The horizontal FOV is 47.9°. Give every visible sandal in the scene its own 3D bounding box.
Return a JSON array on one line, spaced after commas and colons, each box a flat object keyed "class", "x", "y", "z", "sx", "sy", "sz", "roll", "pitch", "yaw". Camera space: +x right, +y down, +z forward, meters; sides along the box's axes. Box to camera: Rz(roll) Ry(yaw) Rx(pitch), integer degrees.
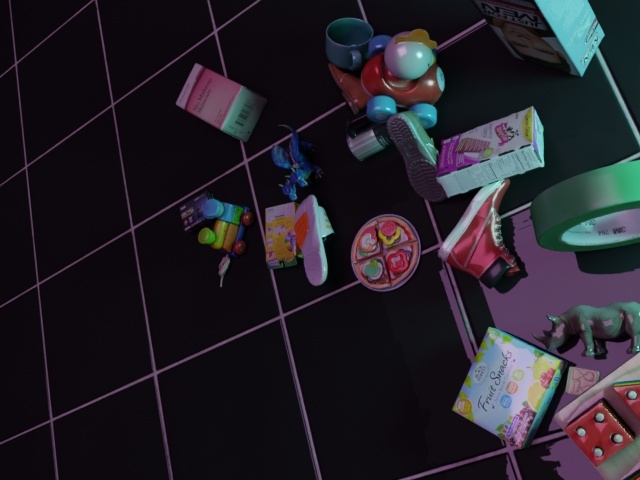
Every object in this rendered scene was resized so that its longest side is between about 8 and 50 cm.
[{"class": "sandal", "x": -0.006, "y": 0.006, "z": 1.924, "sx": 0.102, "sy": 0.076, "sz": 0.265, "roll": -38, "pitch": 52, "yaw": 42}]

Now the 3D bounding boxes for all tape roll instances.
[{"class": "tape roll", "x": 0.576, "y": -0.060, "z": 1.397, "sx": 0.321, "sy": 0.321, "sz": 0.077, "roll": -18, "pitch": 70, "yaw": 30}]

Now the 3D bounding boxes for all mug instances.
[{"class": "mug", "x": 0.073, "y": -0.518, "z": 1.956, "sx": 0.130, "sy": 0.097, "sz": 0.157, "roll": 18, "pitch": 54, "yaw": 13}]

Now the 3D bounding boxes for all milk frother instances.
[{"class": "milk frother", "x": 0.141, "y": -0.305, "z": 1.899, "sx": 0.135, "sy": 0.129, "sz": 0.143, "roll": -24, "pitch": 23, "yaw": 27}]

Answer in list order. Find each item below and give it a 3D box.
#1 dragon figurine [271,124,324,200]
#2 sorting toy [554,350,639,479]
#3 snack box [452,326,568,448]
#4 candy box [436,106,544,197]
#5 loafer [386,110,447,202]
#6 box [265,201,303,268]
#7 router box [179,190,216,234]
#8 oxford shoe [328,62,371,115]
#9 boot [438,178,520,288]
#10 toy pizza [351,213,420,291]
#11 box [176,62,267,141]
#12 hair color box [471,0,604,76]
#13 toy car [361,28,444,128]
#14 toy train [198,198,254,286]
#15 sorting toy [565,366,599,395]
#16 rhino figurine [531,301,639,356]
[{"class": "dragon figurine", "x": -0.077, "y": -0.236, "z": 1.987, "sx": 0.085, "sy": 0.144, "sz": 0.289, "roll": -29, "pitch": 64, "yaw": 25}, {"class": "sorting toy", "x": 0.624, "y": 0.370, "z": 1.368, "sx": 0.255, "sy": 0.089, "sz": 0.257, "roll": -44, "pitch": 72, "yaw": 18}, {"class": "snack box", "x": 0.411, "y": 0.319, "z": 1.572, "sx": 0.175, "sy": 0.070, "sz": 0.207, "roll": 26, "pitch": 93, "yaw": 35}, {"class": "candy box", "x": 0.391, "y": -0.203, "z": 1.664, "sx": 0.234, "sy": 0.071, "sz": 0.159, "roll": -18, "pitch": 34, "yaw": 29}, {"class": "loafer", "x": 0.251, "y": -0.209, "z": 1.745, "sx": 0.094, "sy": 0.087, "sz": 0.251, "roll": -8, "pitch": 119, "yaw": 41}, {"class": "box", "x": -0.101, "y": -0.010, "z": 2.013, "sx": 0.105, "sy": 0.043, "sz": 0.179, "roll": -11, "pitch": 71, "yaw": 31}, {"class": "router box", "x": -0.373, "y": -0.084, "z": 2.216, "sx": 0.123, "sy": 0.038, "sz": 0.092, "roll": -28, "pitch": 64, "yaw": 26}, {"class": "oxford shoe", "x": 0.082, "y": -0.424, "z": 1.974, "sx": 0.076, "sy": 0.076, "sz": 0.212, "roll": -30, "pitch": 53, "yaw": 2}, {"class": "boot", "x": 0.409, "y": -0.018, "z": 1.656, "sx": 0.176, "sy": 0.088, "sz": 0.244, "roll": 32, "pitch": 91, "yaw": 21}, {"class": "toy pizza", "x": 0.160, "y": 0.029, "z": 1.833, "sx": 0.201, "sy": 0.032, "sz": 0.201, "roll": -8, "pitch": 74, "yaw": 32}, {"class": "box", "x": -0.302, "y": -0.420, "z": 2.194, "sx": 0.232, "sy": 0.127, "sz": 0.148, "roll": 31, "pitch": 97, "yaw": 35}, {"class": "hair color box", "x": 0.459, "y": -0.495, "z": 1.546, "sx": 0.185, "sy": 0.375, "sz": 0.113, "roll": 30, "pitch": 96, "yaw": 35}, {"class": "toy car", "x": 0.224, "y": -0.425, "z": 1.740, "sx": 0.238, "sy": 0.211, "sz": 0.219, "roll": 125, "pitch": 151, "yaw": -67}, {"class": "toy train", "x": -0.295, "y": 0.006, "z": 2.077, "sx": 0.105, "sy": 0.143, "sz": 0.247, "roll": 13, "pitch": 86, "yaw": 36}, {"class": "sorting toy", "x": 0.549, "y": 0.311, "z": 1.515, "sx": 0.062, "sy": 0.012, "sz": 0.083, "roll": 7, "pitch": 79, "yaw": 30}, {"class": "rhino figurine", "x": 0.562, "y": 0.186, "z": 1.498, "sx": 0.243, "sy": 0.073, "sz": 0.106, "roll": -9, "pitch": 80, "yaw": 30}]
